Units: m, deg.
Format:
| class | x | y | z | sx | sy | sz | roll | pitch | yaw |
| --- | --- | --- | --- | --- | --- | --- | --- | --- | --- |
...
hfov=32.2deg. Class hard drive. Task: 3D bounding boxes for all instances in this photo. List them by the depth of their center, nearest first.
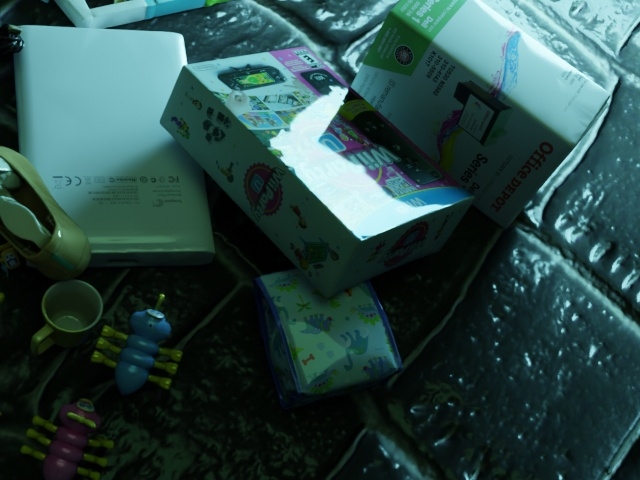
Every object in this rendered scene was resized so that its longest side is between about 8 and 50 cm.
| class | x | y | z | sx | sy | sz | roll | pitch | yaw |
| --- | --- | --- | --- | --- | --- | --- | --- | --- | --- |
| hard drive | -0.250 | -0.115 | 1.320 | 0.210 | 0.040 | 0.319 | -1 | 60 | -19 |

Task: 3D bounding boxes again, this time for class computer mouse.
| class | x | y | z | sx | sy | sz | roll | pitch | yaw |
| --- | --- | --- | --- | --- | --- | --- | --- | --- | --- |
| computer mouse | -0.438 | -0.201 | 1.296 | 0.193 | 0.042 | 0.106 | -33 | 34 | -24 |

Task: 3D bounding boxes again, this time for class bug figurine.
| class | x | y | z | sx | sy | sz | roll | pitch | yaw |
| --- | --- | --- | --- | --- | --- | --- | --- | --- | --- |
| bug figurine | -0.284 | 0.126 | 1.093 | 0.279 | 0.072 | 0.216 | 18 | 85 | -10 |

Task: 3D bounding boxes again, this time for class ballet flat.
| class | x | y | z | sx | sy | sz | roll | pitch | yaw |
| --- | --- | --- | --- | --- | --- | --- | --- | --- | --- |
| ballet flat | -0.329 | -0.045 | 1.186 | 0.232 | 0.073 | 0.080 | 37 | 90 | 30 |

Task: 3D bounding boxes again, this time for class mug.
| class | x | y | z | sx | sy | sz | roll | pitch | yaw |
| --- | --- | --- | --- | --- | --- | --- | --- | --- | --- |
| mug | -0.273 | 0.084 | 1.175 | 0.078 | 0.064 | 0.062 | -9 | 64 | -23 |

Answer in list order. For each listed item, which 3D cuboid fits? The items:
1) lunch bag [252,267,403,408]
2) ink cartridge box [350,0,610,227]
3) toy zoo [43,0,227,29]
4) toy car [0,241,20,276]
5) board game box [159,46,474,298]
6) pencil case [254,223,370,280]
| class | x | y | z | sx | sy | sz | roll | pitch | yaw |
| --- | --- | --- | --- | --- | --- | --- | --- | --- | --- |
| lunch bag | 0.003 | 0.099 | 1.240 | 0.129 | 0.096 | 0.151 | -12 | 74 | -20 |
| ink cartridge box | 0.192 | -0.175 | 1.412 | 0.278 | 0.201 | 0.117 | 37 | 56 | 5 |
| toy zoo | -0.262 | -0.376 | 1.482 | 0.293 | 0.030 | 0.192 | -18 | 67 | -28 |
| toy car | -0.366 | 0.045 | 1.175 | 0.122 | 0.060 | 0.040 | -30 | 105 | -24 |
| board game box | -0.004 | -0.092 | 1.294 | 0.303 | 0.097 | 0.224 | 45 | 39 | 21 |
| pencil case | 0.000 | 0.000 | 1.322 | 0.151 | 0.064 | 0.070 | 31 | 43 | 2 |
